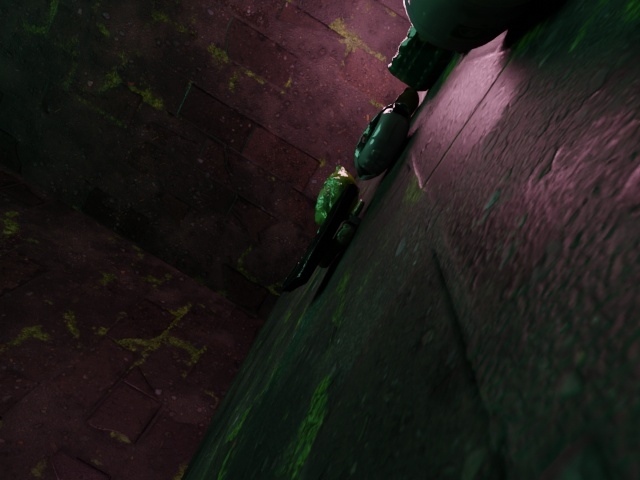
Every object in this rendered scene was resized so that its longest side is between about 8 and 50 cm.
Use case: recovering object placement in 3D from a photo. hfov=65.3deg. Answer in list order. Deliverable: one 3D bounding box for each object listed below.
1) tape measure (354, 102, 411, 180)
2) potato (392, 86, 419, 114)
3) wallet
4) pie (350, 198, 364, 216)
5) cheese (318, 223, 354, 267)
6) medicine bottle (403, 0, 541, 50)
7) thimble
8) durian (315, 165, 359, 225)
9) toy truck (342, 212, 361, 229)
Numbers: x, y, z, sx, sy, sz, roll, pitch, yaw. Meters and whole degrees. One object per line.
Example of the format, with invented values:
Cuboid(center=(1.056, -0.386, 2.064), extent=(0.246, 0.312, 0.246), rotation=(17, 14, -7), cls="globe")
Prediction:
Cuboid(center=(0.180, -0.286, 1.429), extent=(0.236, 0.120, 0.197), rotation=(-64, 6, -16), cls="tape measure")
Cuboid(center=(0.273, -0.430, 1.726), extent=(0.200, 0.081, 0.164), rotation=(-55, -5, 13), cls="potato")
Cuboid(center=(0.000, 0.000, 1.343), extent=(0.317, 0.045, 0.172), rotation=(-60, 7, -29), cls="wallet")
Cuboid(center=(0.108, -0.090, 1.533), extent=(0.084, 0.020, 0.084), rotation=(-59, 2, 4), cls="pie")
Cuboid(center=(0.039, 0.017, 1.357), extent=(0.064, 0.044, 0.194), rotation=(-63, 4, -31), cls="cheese")
Cuboid(center=(0.241, -0.418, 0.726), extent=(0.212, 0.212, 0.325), rotation=(-58, 1, 7), cls="medicine bottle")
Cuboid(center=(0.362, -0.658, 1.686), extent=(0.288, 0.167, 0.254), rotation=(-58, 3, 39), cls="thimble")
Cuboid(center=(0.065, -0.151, 1.761), extent=(0.250, 0.139, 0.101), rotation=(-61, 9, -25), cls="durian")
Cuboid(center=(0.082, -0.048, 1.347), extent=(0.044, 0.039, 0.083), rotation=(-64, 4, -1), cls="toy truck")
